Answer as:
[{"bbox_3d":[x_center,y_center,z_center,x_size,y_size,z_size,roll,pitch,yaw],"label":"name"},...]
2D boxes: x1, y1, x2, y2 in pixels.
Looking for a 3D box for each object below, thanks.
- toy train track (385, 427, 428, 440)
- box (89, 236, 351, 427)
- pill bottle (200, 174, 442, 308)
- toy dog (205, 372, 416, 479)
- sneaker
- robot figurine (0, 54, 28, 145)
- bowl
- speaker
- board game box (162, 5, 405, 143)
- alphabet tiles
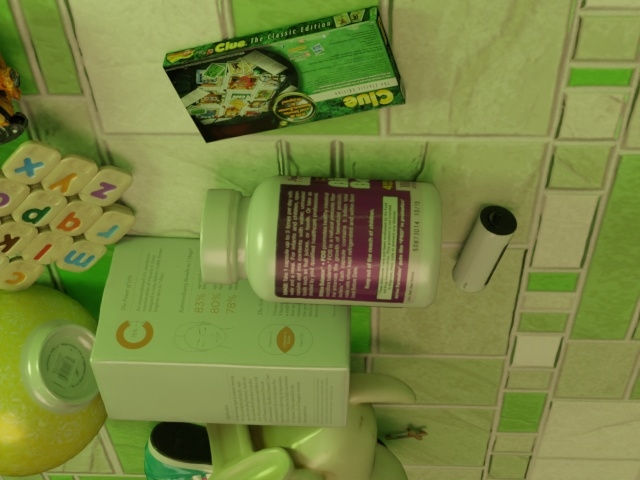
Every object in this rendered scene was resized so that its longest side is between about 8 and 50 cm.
[{"bbox_3d":[0.158,0.355,1.892,0.083,0.014,0.048,-14,146,28],"label":"toy train track"},{"bbox_3d":[-0.129,0.131,1.472,0.345,0.215,0.168,2,141,1],"label":"box"},{"bbox_3d":[0.000,0.000,1.341,0.301,0.169,0.169,3,141,0],"label":"pill bottle"},{"bbox_3d":[0.006,0.376,1.766,0.395,0.285,0.408,-33,135,2],"label":"toy dog"},{"bbox_3d":[-0.204,0.455,1.946,0.295,0.124,0.178,22,133,-10],"label":"sneaker"},{"bbox_3d":[-0.487,-0.187,1.207,0.291,0.085,0.211,-3,141,8],"label":"robot figurine"},{"bbox_3d":[-0.398,0.189,1.484,0.156,0.290,0.289,-17,138,42],"label":"bowl"},{"bbox_3d":[0.226,0.013,1.432,0.055,0.055,0.136,9,140,-7],"label":"speaker"},{"bbox_3d":[-0.041,-0.191,1.219,0.259,0.030,0.136,-9,137,15],"label":"board game box"},{"bbox_3d":[-0.393,-0.028,1.367,0.278,0.021,0.284,-41,143,27],"label":"alphabet tiles"}]
